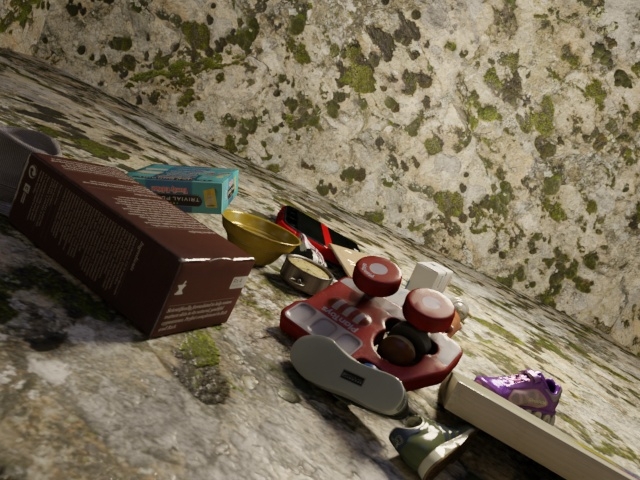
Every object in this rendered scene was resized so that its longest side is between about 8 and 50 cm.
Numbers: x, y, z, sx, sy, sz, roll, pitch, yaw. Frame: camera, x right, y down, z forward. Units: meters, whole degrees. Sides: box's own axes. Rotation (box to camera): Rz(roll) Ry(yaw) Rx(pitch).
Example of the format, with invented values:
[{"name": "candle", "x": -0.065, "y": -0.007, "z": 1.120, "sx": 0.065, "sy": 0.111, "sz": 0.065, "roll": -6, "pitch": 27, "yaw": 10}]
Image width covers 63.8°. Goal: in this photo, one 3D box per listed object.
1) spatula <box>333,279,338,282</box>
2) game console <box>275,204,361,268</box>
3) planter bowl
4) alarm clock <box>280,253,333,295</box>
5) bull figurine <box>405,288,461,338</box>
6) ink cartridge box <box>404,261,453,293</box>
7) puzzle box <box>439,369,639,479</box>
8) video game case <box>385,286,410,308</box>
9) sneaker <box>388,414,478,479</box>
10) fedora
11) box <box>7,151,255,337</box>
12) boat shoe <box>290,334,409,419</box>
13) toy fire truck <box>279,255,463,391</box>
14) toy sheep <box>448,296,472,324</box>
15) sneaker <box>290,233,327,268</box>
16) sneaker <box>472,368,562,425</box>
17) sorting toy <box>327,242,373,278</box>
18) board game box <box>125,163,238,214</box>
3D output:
[{"name": "spatula", "x": 0.157, "y": 0.145, "z": 1.453, "sx": 0.241, "sy": 0.019, "sz": 0.168, "roll": 13, "pitch": -1, "yaw": -28}, {"name": "game console", "x": 0.000, "y": 0.000, "z": 1.812, "sx": 0.341, "sy": 0.060, "sz": 0.386, "roll": 30, "pitch": 11, "yaw": -9}, {"name": "planter bowl", "x": -0.165, "y": 0.004, "z": 1.298, "sx": 0.217, "sy": 0.090, "sz": 0.217, "roll": 22, "pitch": 11, "yaw": -5}, {"name": "alarm clock", "x": -0.041, "y": 0.090, "z": 1.256, "sx": 0.129, "sy": 0.064, "sz": 0.192, "roll": 28, "pitch": 9, "yaw": 9}, {"name": "bull figurine", "x": 0.256, "y": 0.208, "z": 1.274, "sx": 0.188, "sy": 0.101, "sz": 0.310, "roll": 29, "pitch": 12, "yaw": 23}, {"name": "ink cartridge box", "x": 0.341, "y": 0.146, "z": 1.646, "sx": 0.082, "sy": 0.140, "sz": 0.190, "roll": 29, "pitch": 11, "yaw": 24}, {"name": "puzzle box", "x": 0.402, "y": 0.357, "z": 0.889, "sx": 0.408, "sy": 0.052, "sz": 0.272, "roll": 28, "pitch": -4, "yaw": 15}, {"name": "video game case", "x": 0.128, "y": 0.144, "z": 1.236, "sx": 0.157, "sy": 0.019, "sz": 0.143, "roll": -27, "pitch": 33, "yaw": -33}, {"name": "sneaker", "x": 0.171, "y": 0.296, "z": 0.782, "sx": 0.086, "sy": 0.064, "sz": 0.192, "roll": 36, "pitch": 16, "yaw": 31}, {"name": "fedora", "x": -0.585, "y": -0.149, "z": 0.993, "sx": 0.275, "sy": 0.124, "sz": 0.243, "roll": 31, "pitch": 13, "yaw": 26}, {"name": "box", "x": -0.322, "y": -0.002, "z": 0.875, "sx": 0.381, "sy": 0.143, "sz": 0.191, "roll": 29, "pitch": 11, "yaw": 25}, {"name": "boat shoe", "x": 0.042, "y": 0.226, "z": 0.829, "sx": 0.219, "sy": 0.078, "sz": 0.070, "roll": 22, "pitch": -27, "yaw": 36}, {"name": "toy fire truck", "x": 0.102, "y": 0.183, "z": 0.990, "sx": 0.302, "sy": 0.170, "sz": 0.253, "roll": 33, "pitch": 39, "yaw": 28}, {"name": "toy sheep", "x": 0.438, "y": 0.224, "z": 1.650, "sx": 0.091, "sy": 0.091, "sz": 0.132, "roll": 26, "pitch": -7, "yaw": 0}, {"name": "sneaker", "x": -0.033, "y": 0.047, "z": 1.505, "sx": 0.077, "sy": 0.072, "sz": 0.178, "roll": 33, "pitch": 14, "yaw": -29}, {"name": "sneaker", "x": 0.441, "y": 0.327, "z": 1.137, "sx": 0.236, "sy": 0.105, "sz": 0.095, "roll": 20, "pitch": 14, "yaw": -21}, {"name": "sorting toy", "x": 0.130, "y": 0.089, "z": 1.593, "sx": 0.192, "sy": 0.038, "sz": 0.208, "roll": 17, "pitch": 21, "yaw": -33}, {"name": "board game box", "x": -0.362, "y": -0.142, "z": 1.358, "sx": 0.253, "sy": 0.079, "sz": 0.336, "roll": 3, "pitch": 14, "yaw": -3}]
